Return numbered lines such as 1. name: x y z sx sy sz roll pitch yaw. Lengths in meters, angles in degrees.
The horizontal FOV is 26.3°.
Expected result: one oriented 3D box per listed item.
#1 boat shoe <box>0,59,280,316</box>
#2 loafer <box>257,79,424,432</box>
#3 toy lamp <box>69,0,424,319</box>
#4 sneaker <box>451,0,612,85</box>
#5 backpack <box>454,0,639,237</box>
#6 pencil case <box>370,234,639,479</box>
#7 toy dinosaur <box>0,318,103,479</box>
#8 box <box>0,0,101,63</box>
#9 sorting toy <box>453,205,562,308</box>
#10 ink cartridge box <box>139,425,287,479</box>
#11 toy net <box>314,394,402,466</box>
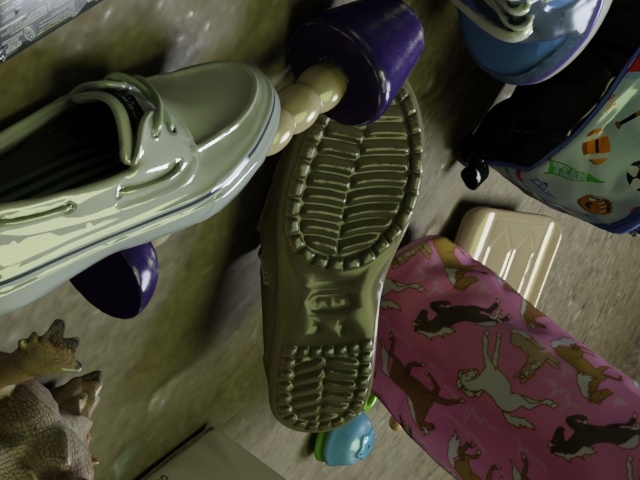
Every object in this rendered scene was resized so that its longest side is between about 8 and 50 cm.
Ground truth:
1. boat shoe: -0.099 -0.042 0.679 0.226 0.083 0.075 -41 155 -36
2. loafer: 0.000 0.000 0.961 0.102 0.092 0.268 5 108 -22
3. toy lamp: -0.036 -0.063 0.805 0.275 0.080 0.080 -43 155 -35
4. sneaker: 0.090 -0.193 0.854 0.236 0.130 0.322 -33 153 -33
5. backpack: 0.262 -0.118 1.137 0.276 0.213 0.263 -61 -179 8
6. pencil case: 0.186 0.149 1.188 0.167 0.386 0.160 -8 127 -51
7. toy dinosaur: -0.195 0.130 0.687 0.296 0.127 0.200 -4 161 -46
8. box: -0.120 -0.124 0.604 0.083 0.018 0.067 -42 155 -35
9. sorting toy: 0.184 0.022 1.438 0.229 0.041 0.307 6 105 -60
10. ink cartridge box: -0.070 0.316 1.102 0.115 0.198 0.272 -36 151 -45
11. toy net: 0.075 0.141 1.409 0.232 0.045 0.122 -36 140 -49
